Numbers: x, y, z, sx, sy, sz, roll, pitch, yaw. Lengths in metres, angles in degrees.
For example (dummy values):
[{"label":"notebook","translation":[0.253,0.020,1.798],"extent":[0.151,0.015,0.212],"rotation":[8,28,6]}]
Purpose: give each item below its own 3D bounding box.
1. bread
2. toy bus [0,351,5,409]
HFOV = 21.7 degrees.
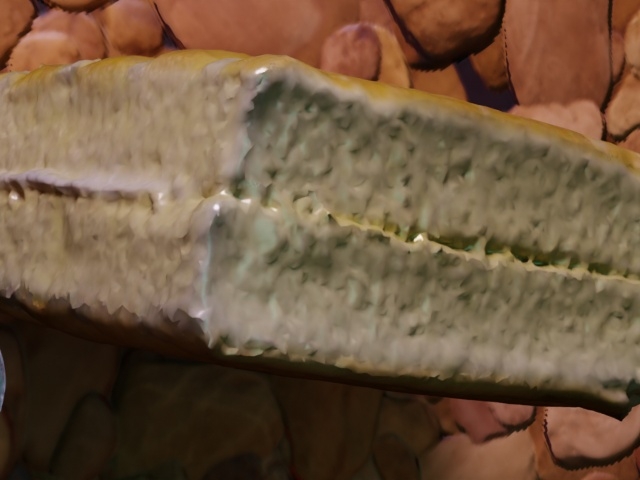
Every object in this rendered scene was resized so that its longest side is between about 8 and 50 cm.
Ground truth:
[{"label":"bread","translation":[0.000,0.000,0.668],"extent":[0.246,0.239,0.111],"rotation":[12,86,-35]},{"label":"toy bus","translation":[-0.223,0.140,0.548],"extent":[0.153,0.143,0.329],"rotation":[22,77,-35]}]
